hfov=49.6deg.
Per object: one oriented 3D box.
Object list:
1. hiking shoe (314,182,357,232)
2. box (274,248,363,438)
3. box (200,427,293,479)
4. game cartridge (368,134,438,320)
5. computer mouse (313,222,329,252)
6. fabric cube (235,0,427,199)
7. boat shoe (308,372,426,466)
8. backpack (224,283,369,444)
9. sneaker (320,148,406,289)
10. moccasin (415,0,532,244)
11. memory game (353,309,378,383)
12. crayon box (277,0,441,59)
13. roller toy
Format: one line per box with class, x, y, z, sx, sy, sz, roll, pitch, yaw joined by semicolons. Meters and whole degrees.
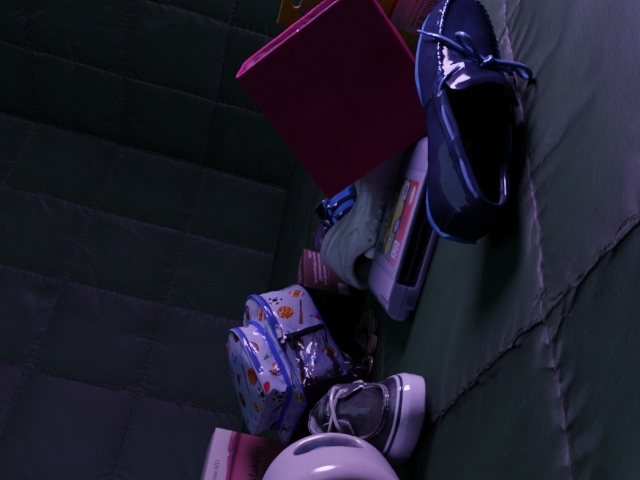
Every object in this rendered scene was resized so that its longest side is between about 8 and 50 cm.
hiking shoe;0.047;-0.030;1.512;0.113;0.132;0.304;114;164;-47
box;-0.028;0.234;1.567;0.191;0.143;0.381;-95;23;-67
box;-0.127;0.495;1.424;0.126;0.233;0.148;114;167;-52
game cartridge;0.148;-0.030;1.147;0.196;0.060;0.294;-107;32;-82
computer mouse;0.000;0.000;2.052;0.262;0.060;0.184;-85;13;-51
fabric cube;0.037;-0.274;1.218;0.259;0.258;0.254;-34;19;12
boat shoe;0.053;0.266;1.012;0.335;0.119;0.121;120;163;-62
backpack;-0.068;0.225;1.310;0.276;0.213;0.263;115;144;-46
sneaker;0.116;-0.045;1.304;0.152;0.114;0.305;48;121;46
moccasin;0.200;-0.166;0.857;0.117;0.138;0.341;133;137;-65
memory game;0.076;0.221;1.318;0.186;0.012;0.186;-165;90;-81
crayon box;0.092;-0.470;1.350;0.202;0.319;0.081;118;165;-57
roller toy;0.018;0.349;0.866;0.191;0.209;0.146;-48;9;-2
